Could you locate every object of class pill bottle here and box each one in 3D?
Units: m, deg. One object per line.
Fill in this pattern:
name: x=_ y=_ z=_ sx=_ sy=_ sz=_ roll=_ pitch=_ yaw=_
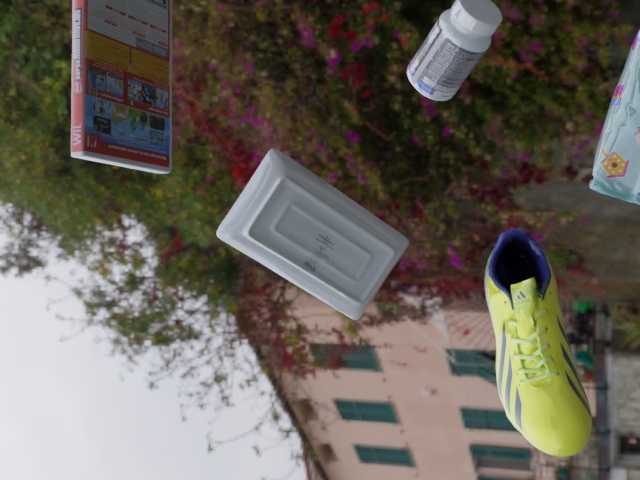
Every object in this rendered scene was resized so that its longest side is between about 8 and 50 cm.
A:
pill bottle: x=0.180 y=-0.261 z=1.213 sx=0.137 sy=0.078 sz=0.078 roll=-55 pitch=12 yaw=45

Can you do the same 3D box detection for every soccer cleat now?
soccer cleat: x=0.241 y=0.109 z=1.037 sx=0.121 sy=0.093 sz=0.289 roll=74 pitch=-171 yaw=-45

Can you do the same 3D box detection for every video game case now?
video game case: x=-0.277 y=-0.247 z=1.279 sx=0.204 sy=0.025 sz=0.285 roll=6 pitch=-98 yaw=-65

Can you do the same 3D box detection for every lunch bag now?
lunch bag: x=0.465 y=-0.153 z=1.172 sx=0.262 sy=0.160 sz=0.223 roll=-11 pitch=-60 yaw=-62

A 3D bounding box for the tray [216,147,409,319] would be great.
tray: x=0.000 y=0.000 z=1.259 sx=0.270 sy=0.030 sz=0.145 roll=33 pitch=-88 yaw=-29
